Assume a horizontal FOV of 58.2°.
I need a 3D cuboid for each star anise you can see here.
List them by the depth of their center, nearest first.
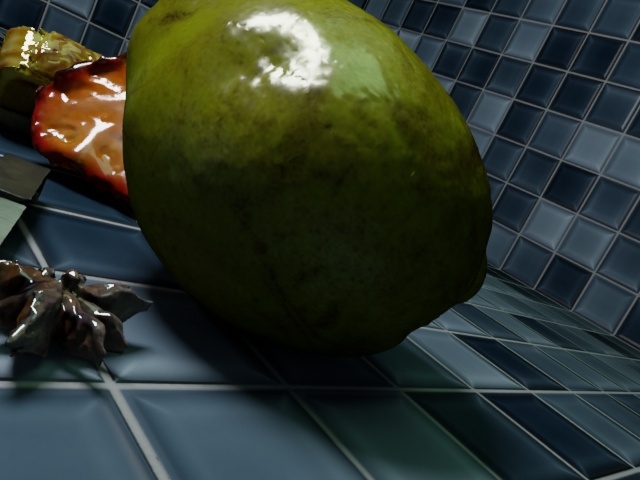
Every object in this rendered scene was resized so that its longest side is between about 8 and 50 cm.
[{"bbox_3d":[-0.176,0.046,0.410,0.124,0.056,0.129,34,13,38],"label":"star anise"}]

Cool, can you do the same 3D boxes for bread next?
[{"bbox_3d":[-0.393,-0.220,0.898,0.222,0.096,0.181,19,-32,-38],"label":"bread"}]

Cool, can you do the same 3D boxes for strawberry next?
[{"bbox_3d":[-0.232,-0.144,0.843,0.336,0.265,0.149,5,-14,-16],"label":"strawberry"}]

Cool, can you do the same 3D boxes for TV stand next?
[{"bbox_3d":[-0.299,-0.030,0.533,0.049,0.040,0.256,23,11,-23],"label":"TV stand"}]

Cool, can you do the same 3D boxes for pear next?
[{"bbox_3d":[-0.019,-0.062,0.582,0.413,0.352,0.352,45,12,4],"label":"pear"}]
